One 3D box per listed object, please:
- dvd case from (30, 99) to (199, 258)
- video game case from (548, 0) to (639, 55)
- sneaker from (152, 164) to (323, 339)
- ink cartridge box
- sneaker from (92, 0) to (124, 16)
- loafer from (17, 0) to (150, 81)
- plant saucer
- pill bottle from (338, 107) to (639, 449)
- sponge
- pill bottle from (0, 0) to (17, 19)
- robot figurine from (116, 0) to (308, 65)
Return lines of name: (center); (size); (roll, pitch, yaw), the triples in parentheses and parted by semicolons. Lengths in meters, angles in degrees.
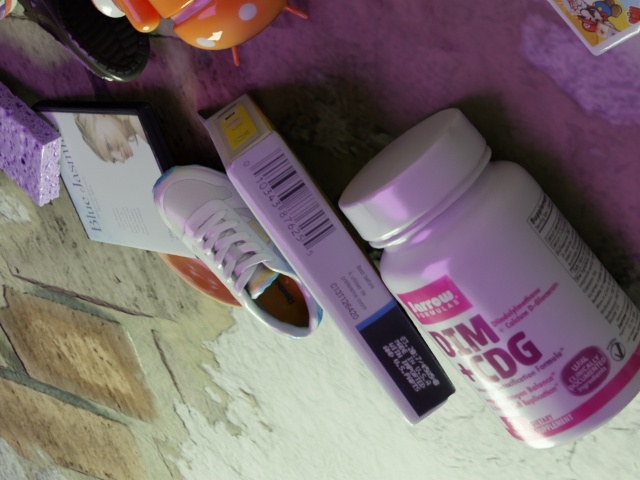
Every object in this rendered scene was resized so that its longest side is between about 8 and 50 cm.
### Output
dvd case: (-0.228, -0.072, 1.604); (0.253, 0.022, 0.180); (8, 125, 53)
video game case: (0.195, -0.256, 1.010); (0.227, 0.026, 0.206); (47, 147, -11)
sneaker: (-0.079, 0.010, 1.482); (0.228, 0.087, 0.092); (43, -173, -16)
ink cartridge box: (0.000, 0.000, 1.402); (0.303, 0.072, 0.307); (53, -176, -18)
sneaker: (-0.177, -0.298, 1.312); (0.128, 0.087, 0.221); (7, 147, 30)
loafer: (-0.259, -0.246, 1.455); (0.220, 0.080, 0.078); (48, 157, -1)
plant saucer: (-0.122, -0.009, 1.613); (0.200, 0.037, 0.200); (26, 144, 21)
pill bottle: (0.154, 0.033, 1.262); (0.283, 0.160, 0.160); (50, 146, -12)
sponge: (-0.388, -0.144, 1.705); (0.210, 0.031, 0.117); (42, 148, 19)
pill bottle: (-0.422, -0.236, 1.512); (0.108, 0.193, 0.108); (27, 144, 22)
robot figurine: (-0.107, -0.257, 1.227); (0.219, 0.158, 0.128); (52, 167, -14)
